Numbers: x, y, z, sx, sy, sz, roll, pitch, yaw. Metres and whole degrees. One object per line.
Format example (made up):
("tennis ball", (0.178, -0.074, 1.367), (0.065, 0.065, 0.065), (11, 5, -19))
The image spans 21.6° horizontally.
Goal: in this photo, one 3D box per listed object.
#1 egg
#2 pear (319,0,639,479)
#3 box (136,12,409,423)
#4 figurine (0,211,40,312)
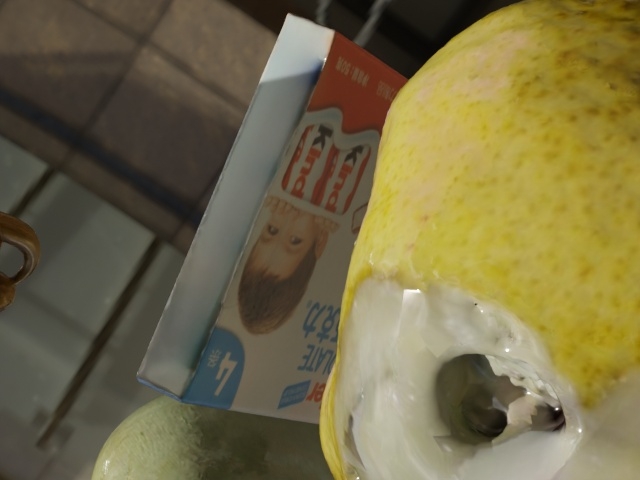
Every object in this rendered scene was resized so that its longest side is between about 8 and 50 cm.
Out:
("egg", (-0.090, 0.248, 1.698), (0.295, 0.218, 0.218), (-14, -126, -27))
("pear", (0.131, 0.035, 0.625), (0.271, 0.271, 0.271), (27, -150, -18))
("box", (0.000, 0.000, 1.200), (0.048, 0.265, 0.273), (24, -178, 26))
("figurine", (-0.304, 0.035, 1.364), (0.122, 0.176, 0.121), (27, -161, -41))
